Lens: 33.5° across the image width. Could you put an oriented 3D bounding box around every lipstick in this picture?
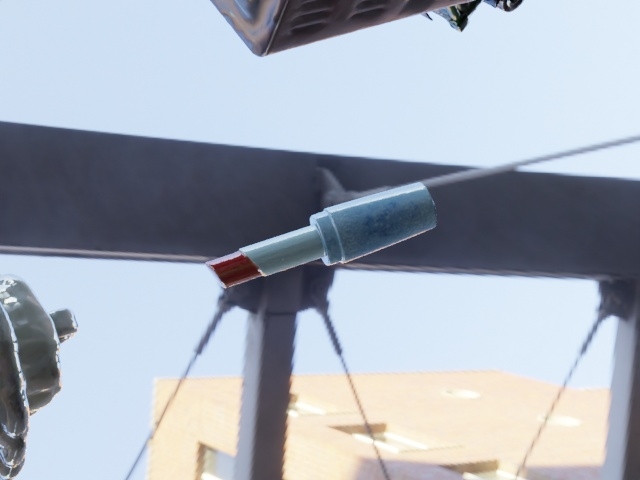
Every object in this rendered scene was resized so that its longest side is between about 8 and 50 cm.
[{"bbox_3d":[0.000,0.000,1.251,0.274,0.061,0.068,-19,-85,-11],"label":"lipstick"}]

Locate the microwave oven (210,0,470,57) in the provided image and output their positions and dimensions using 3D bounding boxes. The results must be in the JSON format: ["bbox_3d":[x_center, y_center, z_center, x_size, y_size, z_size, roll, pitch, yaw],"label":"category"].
[{"bbox_3d":[0.000,-0.243,0.519,0.188,0.178,0.247,-23,-115,-34],"label":"microwave oven"}]

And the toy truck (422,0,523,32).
[{"bbox_3d":[0.136,-0.259,0.683,0.259,0.088,0.121,-52,-29,-1],"label":"toy truck"}]

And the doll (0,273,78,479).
[{"bbox_3d":[-0.229,0.074,0.419,0.293,0.138,0.119,-16,-116,-37],"label":"doll"}]
